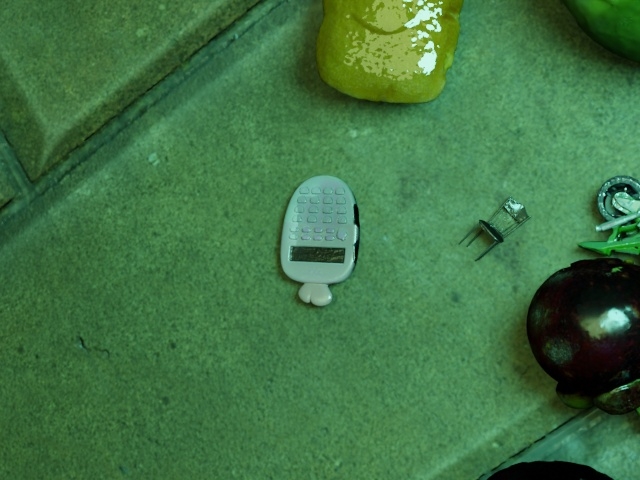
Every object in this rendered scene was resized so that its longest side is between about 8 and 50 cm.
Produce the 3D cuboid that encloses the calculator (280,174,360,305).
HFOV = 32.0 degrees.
[{"bbox_3d":[0.000,0.000,1.400,0.103,0.024,0.166,3,83,19],"label":"calculator"}]

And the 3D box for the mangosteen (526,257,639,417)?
[{"bbox_3d":[0.305,0.108,1.212,0.172,0.172,0.184,14,110,20],"label":"mangosteen"}]

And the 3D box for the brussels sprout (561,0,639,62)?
[{"bbox_3d":[0.397,-0.338,1.161,0.371,0.315,0.276,12,58,-13],"label":"brussels sprout"}]

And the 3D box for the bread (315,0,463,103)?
[{"bbox_3d":[0.092,-0.282,1.348,0.174,0.121,0.245,11,86,21],"label":"bread"}]

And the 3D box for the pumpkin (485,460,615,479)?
[{"bbox_3d":[0.251,0.349,1.200,0.233,0.163,0.233,-1,86,19],"label":"pumpkin"}]

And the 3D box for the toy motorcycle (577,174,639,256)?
[{"bbox_3d":[0.392,-0.001,1.243,0.190,0.074,0.106,22,100,20],"label":"toy motorcycle"}]

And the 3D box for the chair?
[{"bbox_3d":[0.206,-0.014,1.319,0.086,0.042,0.037,-45,76,10],"label":"chair"}]
